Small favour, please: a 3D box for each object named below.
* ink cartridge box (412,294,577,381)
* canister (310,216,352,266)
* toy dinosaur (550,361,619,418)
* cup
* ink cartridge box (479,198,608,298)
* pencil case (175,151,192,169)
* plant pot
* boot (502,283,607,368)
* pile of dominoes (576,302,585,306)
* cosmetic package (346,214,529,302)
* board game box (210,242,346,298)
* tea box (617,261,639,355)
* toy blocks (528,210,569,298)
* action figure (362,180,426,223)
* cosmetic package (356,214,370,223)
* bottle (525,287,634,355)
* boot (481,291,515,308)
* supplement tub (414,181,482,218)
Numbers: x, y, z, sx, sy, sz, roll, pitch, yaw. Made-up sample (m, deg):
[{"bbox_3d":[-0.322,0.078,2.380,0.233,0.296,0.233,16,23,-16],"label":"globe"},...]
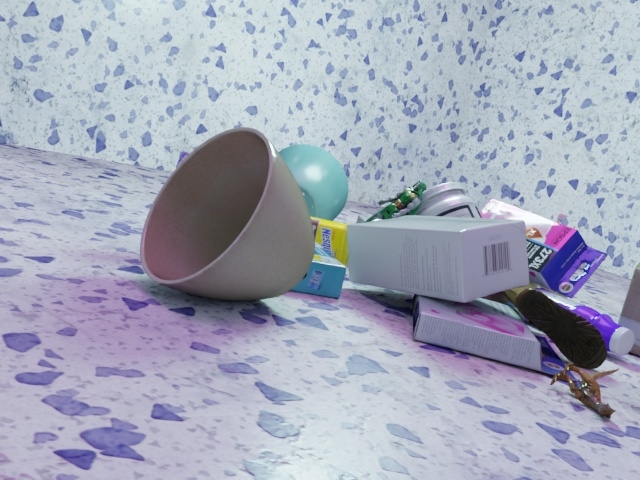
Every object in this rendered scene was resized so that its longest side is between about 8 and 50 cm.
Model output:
[{"bbox_3d":[0.365,0.185,1.458,0.329,0.072,0.324,13,8,5],"label":"ink cartridge box"},{"bbox_3d":[0.000,0.000,1.869,0.169,0.126,0.073,12,17,6],"label":"canister"},{"bbox_3d":[0.483,0.265,1.216,0.112,0.064,0.211,33,22,8],"label":"toy dinosaur"},{"bbox_3d":[-0.146,-0.016,1.294,0.331,0.331,0.237,24,-11,49],"label":"cup"},{"bbox_3d":[0.573,0.013,1.849,0.370,0.175,0.069,29,-25,41],"label":"ink cartridge box"},{"bbox_3d":[-0.233,-0.154,1.563,0.206,0.087,0.088,7,-26,-38],"label":"pencil case"},{"bbox_3d":[-0.072,-0.135,2.148,0.292,0.293,0.235,15,25,6],"label":"plant pot"},{"bbox_3d":[0.531,0.174,1.551,0.236,0.089,0.269,45,7,5],"label":"boot"},{"bbox_3d":[0.654,0.196,1.997,0.251,0.040,0.196,10,6,33],"label":"pile of dominoes"},{"bbox_3d":[0.256,0.029,1.553,0.217,0.156,0.384,-9,7,-33],"label":"cosmetic package"},{"bbox_3d":[-0.138,0.038,1.568,0.335,0.079,0.254,11,9,-19],"label":"board game box"},{"bbox_3d":[0.963,0.205,1.739,0.328,0.220,0.323,18,9,27],"label":"tea box"},{"bbox_3d":[0.608,0.033,2.036,0.308,0.260,0.288,3,7,-44],"label":"toy blocks"},{"bbox_3d":[0.193,-0.073,1.792,0.063,0.232,0.137,39,11,-43],"label":"action figure"},{"bbox_3d":[0.245,-0.013,2.406,0.237,0.107,0.127,15,8,-9],"label":"cosmetic package"},{"bbox_3d":[0.636,0.202,1.670,0.118,0.092,0.282,15,7,-35],"label":"bottle"},{"bbox_3d":[0.475,0.173,1.761,0.219,0.082,0.106,10,30,-46],"label":"boot"},{"bbox_3d":[0.361,0.001,1.817,0.191,0.272,0.191,-19,-20,-7],"label":"supplement tub"}]
